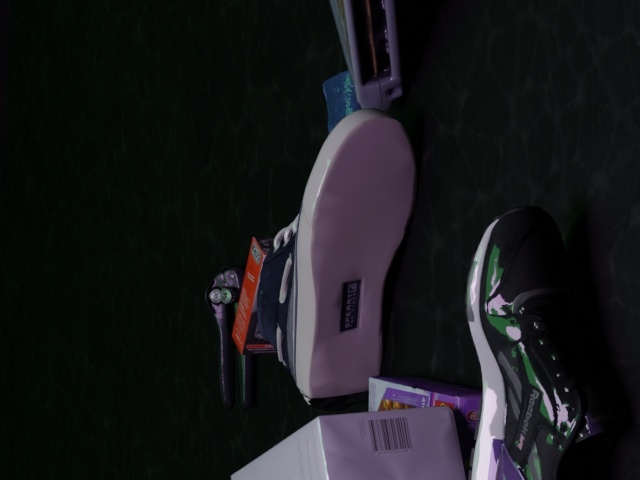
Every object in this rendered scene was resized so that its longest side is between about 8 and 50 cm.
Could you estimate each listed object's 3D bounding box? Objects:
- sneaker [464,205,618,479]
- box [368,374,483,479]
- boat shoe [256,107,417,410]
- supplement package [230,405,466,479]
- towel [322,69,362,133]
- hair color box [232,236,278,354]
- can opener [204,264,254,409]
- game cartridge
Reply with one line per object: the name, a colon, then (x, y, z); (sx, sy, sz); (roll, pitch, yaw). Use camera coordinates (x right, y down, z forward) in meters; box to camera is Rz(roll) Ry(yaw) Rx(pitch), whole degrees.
sneaker: (0.199, 0.113, 1.433); (0.124, 0.107, 0.283); (6, 100, 52)
box: (0.110, 0.283, 1.665); (0.201, 0.057, 0.293); (-176, 86, -68)
boat shoe: (0.000, 0.000, 1.827); (0.158, 0.127, 0.340); (44, 131, 50)
supplement package: (0.023, 0.250, 1.615); (0.244, 0.139, 0.134); (138, 126, -60)
towel: (0.029, -0.124, 1.887); (0.067, 0.029, 0.119); (161, 107, -65)
hair color box: (-0.054, 0.065, 2.035); (0.043, 0.072, 0.141); (-122, 37, -52)
can opener: (-0.106, 0.122, 2.202); (0.059, 0.073, 0.186); (-10, 82, 28)
game cartridge: (0.030, -0.282, 1.706); (0.297, 0.062, 0.198); (79, 173, -61)
